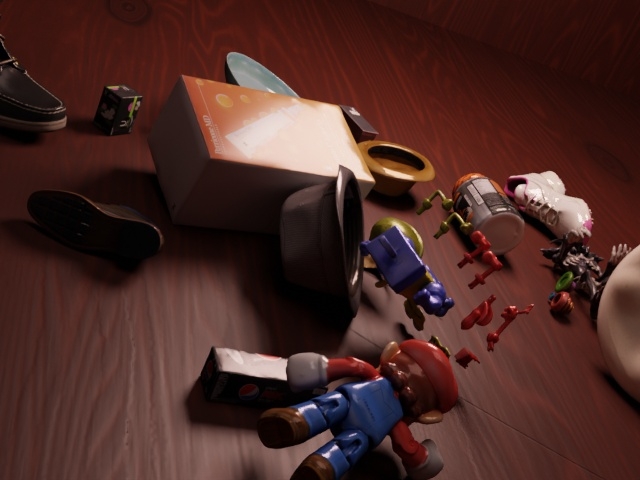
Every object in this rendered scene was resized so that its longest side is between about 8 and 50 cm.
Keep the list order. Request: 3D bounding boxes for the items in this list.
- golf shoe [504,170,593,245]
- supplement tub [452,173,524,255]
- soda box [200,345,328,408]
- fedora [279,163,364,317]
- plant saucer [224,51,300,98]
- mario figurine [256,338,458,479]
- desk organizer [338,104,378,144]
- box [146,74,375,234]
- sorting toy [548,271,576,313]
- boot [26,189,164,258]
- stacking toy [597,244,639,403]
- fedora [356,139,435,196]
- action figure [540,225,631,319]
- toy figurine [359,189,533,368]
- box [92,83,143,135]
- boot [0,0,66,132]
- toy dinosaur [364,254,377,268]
[{"bbox_3d":[0.537,-0.073,2.458,0.140,0.115,0.306,5,24,-16],"label":"golf shoe"},{"bbox_3d":[0.358,-0.061,2.246,0.117,0.117,0.190,14,27,-22],"label":"supplement tub"},{"bbox_3d":[-0.078,0.196,1.445,0.169,0.053,0.060,13,28,-24],"label":"soda box"},{"bbox_3d":[0.000,0.000,1.753,0.124,0.244,0.275,-3,40,11],"label":"fedora"},{"bbox_3d":[-0.090,-0.270,2.183,0.317,0.044,0.317,41,19,-17],"label":"plant saucer"},{"bbox_3d":[0.057,0.244,1.402,0.170,0.198,0.320,11,23,43],"label":"mario figurine"},{"bbox_3d":[0.081,-0.270,2.475,0.047,0.050,0.130,6,31,-34],"label":"desk organizer"},{"bbox_3d":[-0.110,-0.144,1.885,0.345,0.168,0.215,5,46,-34],"label":"box"},{"bbox_3d":[0.498,0.115,2.101,0.042,0.061,0.102,36,52,-8],"label":"sorting toy"},{"bbox_3d":[-0.349,-0.024,1.635,0.219,0.082,0.106,21,4,2],"label":"boot"},{"bbox_3d":[0.783,0.186,2.011,0.480,0.350,0.350,19,21,-50],"label":"stacking toy"},{"bbox_3d":[0.155,-0.151,2.282,0.194,0.079,0.194,14,29,-8],"label":"fedora"},{"bbox_3d":[0.582,0.048,2.212,0.164,0.141,0.275,12,31,-21],"label":"action figure"},{"bbox_3d":[0.161,0.018,1.719,0.217,0.191,0.362,38,17,-46],"label":"toy figurine"},{"bbox_3d":[-0.390,-0.252,1.990,0.052,0.083,0.062,36,28,23],"label":"box"},{"bbox_3d":[-0.587,-0.380,1.827,0.377,0.284,0.138,31,26,15],"label":"boot"},{"bbox_3d":[0.108,0.034,1.942,0.092,0.053,0.183,-22,43,-37],"label":"toy dinosaur"}]
